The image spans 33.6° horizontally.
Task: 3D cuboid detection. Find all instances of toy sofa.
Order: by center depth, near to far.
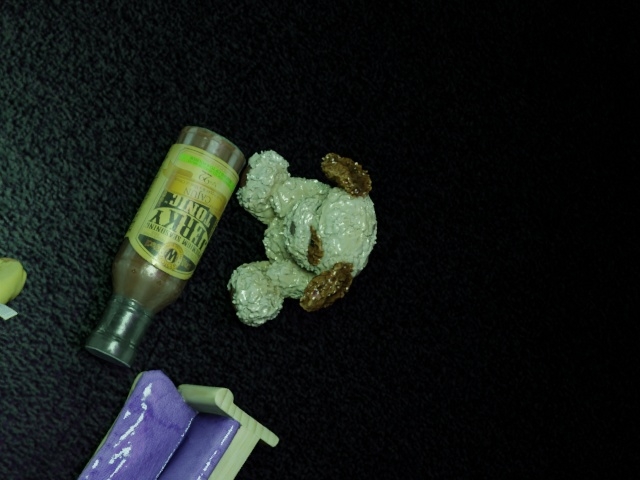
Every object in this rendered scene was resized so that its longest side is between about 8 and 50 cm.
[{"bbox_3d":[-0.236,0.354,1.405,0.177,0.150,0.362,42,68,-20],"label":"toy sofa"}]

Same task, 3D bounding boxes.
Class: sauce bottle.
[{"bbox_3d":[-0.217,0.010,1.471,0.111,0.111,0.344,30,72,-23],"label":"sauce bottle"}]

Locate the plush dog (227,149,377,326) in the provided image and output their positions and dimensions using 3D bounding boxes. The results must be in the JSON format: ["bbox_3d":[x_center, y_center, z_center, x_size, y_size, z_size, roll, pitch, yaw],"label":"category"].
[{"bbox_3d":[0.000,0.000,1.522,0.211,0.225,0.262,11,80,-27],"label":"plush dog"}]

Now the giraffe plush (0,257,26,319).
[{"bbox_3d":[-0.456,0.115,1.317,0.181,0.210,0.170,-8,123,-43],"label":"giraffe plush"}]
